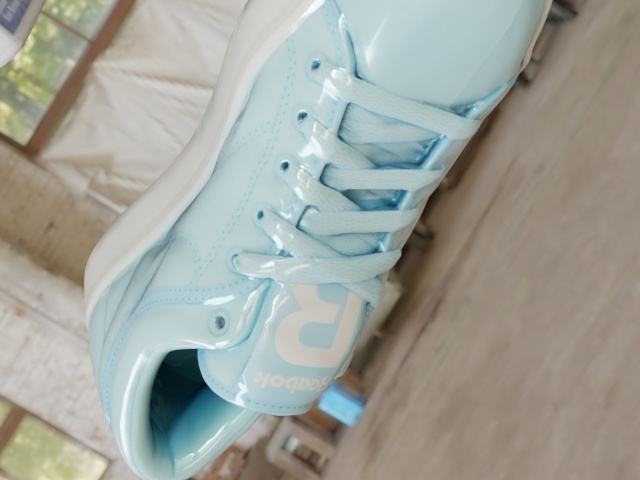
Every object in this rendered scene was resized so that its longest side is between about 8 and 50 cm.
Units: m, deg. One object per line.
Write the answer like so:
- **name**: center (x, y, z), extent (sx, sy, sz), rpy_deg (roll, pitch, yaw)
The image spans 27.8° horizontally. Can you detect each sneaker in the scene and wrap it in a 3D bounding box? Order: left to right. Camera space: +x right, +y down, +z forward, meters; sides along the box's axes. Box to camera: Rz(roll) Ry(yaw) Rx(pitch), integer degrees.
- **sneaker**: center (0.000, 0.000, 0.612), extent (0.366, 0.135, 0.150), rpy_deg (-51, 42, 43)

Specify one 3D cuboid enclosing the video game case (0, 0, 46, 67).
- **video game case**: center (-0.276, -0.303, 0.846), extent (0.036, 0.300, 0.329), rpy_deg (-34, 30, 33)
